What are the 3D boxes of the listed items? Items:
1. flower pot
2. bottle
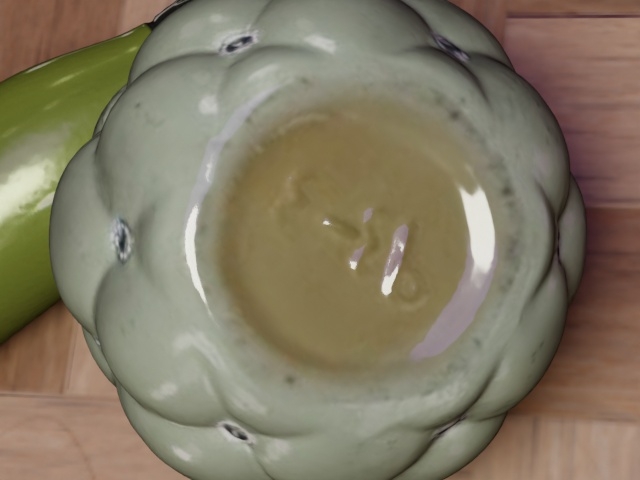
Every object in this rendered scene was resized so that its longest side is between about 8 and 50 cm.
[{"bbox_3d":[0.000,0.000,0.814,0.246,0.195,0.246,0,90,-9],"label":"flower pot"},{"bbox_3d":[-0.148,-0.030,0.937,0.260,0.112,0.112,-37,67,-1],"label":"bottle"}]
